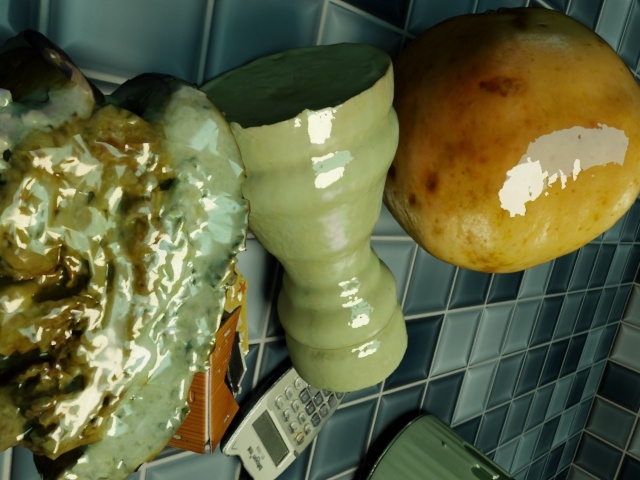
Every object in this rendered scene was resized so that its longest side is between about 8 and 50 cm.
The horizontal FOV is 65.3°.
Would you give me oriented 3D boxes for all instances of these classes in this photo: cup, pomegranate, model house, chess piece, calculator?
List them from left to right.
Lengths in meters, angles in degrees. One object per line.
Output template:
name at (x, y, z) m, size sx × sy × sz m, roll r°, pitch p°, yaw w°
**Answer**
model house at (-0.143, 0.138, 0.618) m, size 0.207 × 0.136 × 0.219 m, roll -8°, pitch 111°, yaw -39°
calculator at (-0.044, 0.282, 0.833) m, size 0.268 × 0.040 × 0.177 m, roll -37°, pitch 128°, yaw -27°
chess piece at (0.000, 0.000, 0.653) m, size 0.234 × 0.234 × 0.442 m, roll -35°, pitch 132°, yaw -27°
cup at (0.323, 0.576, 1.053) m, size 0.401 × 0.392 × 0.310 m, roll -21°, pitch 125°, yaw -41°
pomegranate at (0.257, -0.116, 0.731) m, size 0.410 × 0.410 × 0.410 m, roll -17°, pitch 117°, yaw -37°

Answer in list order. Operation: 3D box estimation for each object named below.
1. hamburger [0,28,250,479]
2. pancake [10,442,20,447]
hamburger at (-0.217, 0.006, 0.403) m, size 0.195 × 0.276 × 0.318 m, roll 14°, pitch 97°, yaw -40°
pancake at (-0.328, 0.135, 0.528) m, size 0.199 × 0.021 × 0.199 m, roll -17°, pitch 116°, yaw -38°
